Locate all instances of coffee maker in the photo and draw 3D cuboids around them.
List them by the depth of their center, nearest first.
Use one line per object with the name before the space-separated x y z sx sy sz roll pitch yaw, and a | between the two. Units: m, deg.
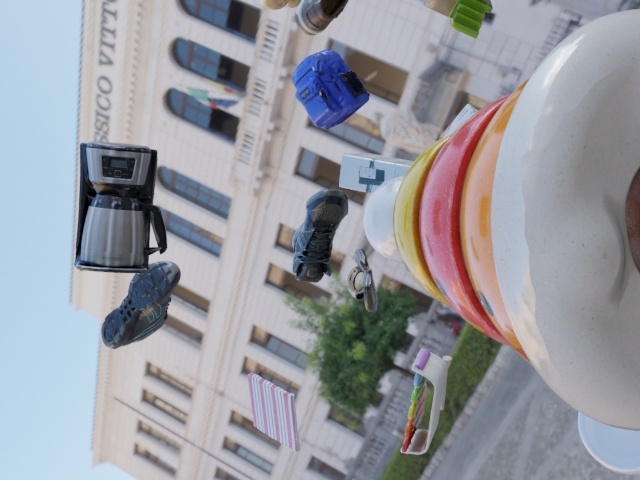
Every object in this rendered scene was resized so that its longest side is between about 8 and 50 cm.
coffee maker | -0.300 -0.051 0.964 0.120 0.171 0.178 2 -85 -40

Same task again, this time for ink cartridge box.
ink cartridge box | 0.171 -0.159 1.672 0.153 0.208 0.086 -13 -66 -58
ink cartridge box | 0.412 -0.264 1.808 0.128 0.127 0.176 -50 11 21

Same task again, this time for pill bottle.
pill bottle | 0.581 0.315 1.199 0.265 0.153 0.153 4 -65 -46

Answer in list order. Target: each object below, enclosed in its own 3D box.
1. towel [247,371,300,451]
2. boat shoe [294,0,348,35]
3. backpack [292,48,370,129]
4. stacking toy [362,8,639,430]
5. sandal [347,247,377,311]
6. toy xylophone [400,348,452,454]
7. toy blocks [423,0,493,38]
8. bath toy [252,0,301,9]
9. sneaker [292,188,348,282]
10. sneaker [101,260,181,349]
towel | -0.111 0.409 1.630 0.029 0.197 0.144 -15 -74 -35
boat shoe | 0.041 -0.526 1.343 0.095 0.095 0.257 -7 59 59
backpack | 0.009 -0.264 1.157 0.098 0.120 0.101 -31 0 44
stacking toy | 0.201 -0.016 0.741 0.350 0.351 0.480 -61 22 -13
sandal | 0.086 0.087 1.484 0.219 0.060 0.090 -100 -3 -60
toy xylophone | 0.311 0.468 1.979 0.236 0.081 0.322 -30 -51 -64
toy blocks | 0.280 -0.551 1.172 0.381 0.191 0.261 -79 14 -53
bath toy | -0.117 -0.454 1.054 0.348 0.129 0.151 -19 -80 -72
sneaker | 0.000 0.000 1.308 0.227 0.087 0.130 122 151 -52
sneaker | -0.394 0.145 1.544 0.267 0.101 0.106 -45 -32 22
